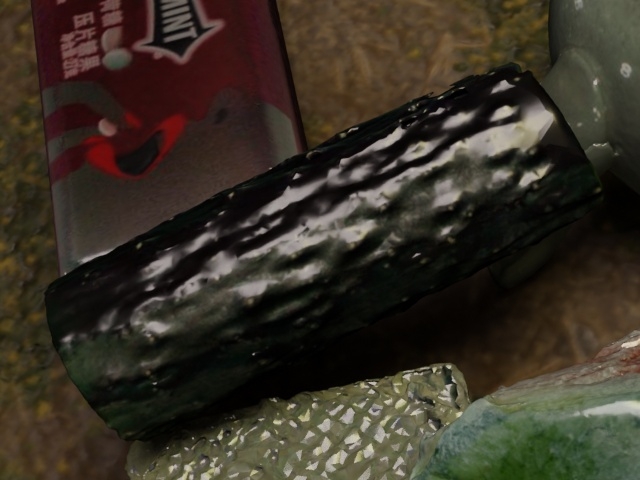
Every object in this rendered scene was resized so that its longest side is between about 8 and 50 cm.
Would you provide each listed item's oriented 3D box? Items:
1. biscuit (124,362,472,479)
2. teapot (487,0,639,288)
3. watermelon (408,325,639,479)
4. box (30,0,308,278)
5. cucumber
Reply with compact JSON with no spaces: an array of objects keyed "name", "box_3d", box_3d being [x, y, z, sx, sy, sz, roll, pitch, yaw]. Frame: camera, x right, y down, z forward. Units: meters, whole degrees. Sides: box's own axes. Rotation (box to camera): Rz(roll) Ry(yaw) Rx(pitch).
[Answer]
[{"name":"biscuit","box_3d":[0.003,0.164,0.706,0.147,0.046,0.250,-12,53,5]},{"name":"teapot","box_3d":[0.193,-0.086,0.792,0.294,0.129,0.193,-28,53,-9]},{"name":"watermelon","box_3d":[0.130,0.064,0.718,0.187,0.071,0.139,10,38,-1]},{"name":"box","box_3d":[-0.070,-0.065,0.878,0.120,0.069,0.224,-14,51,4]},{"name":"cucumber","box_3d":[-0.002,-0.002,0.738,0.211,0.062,0.078,-29,67,8]}]
